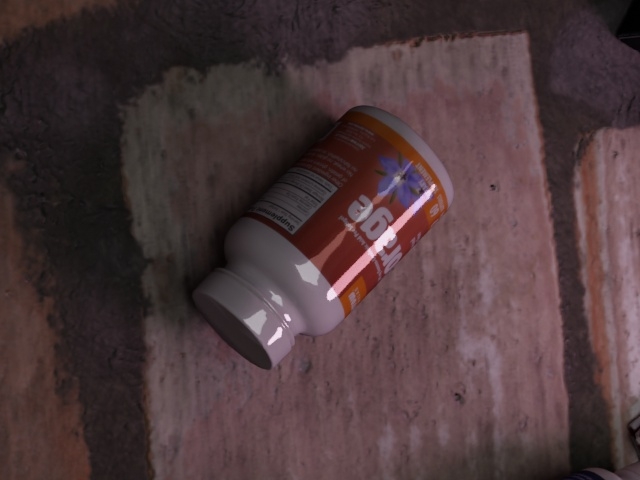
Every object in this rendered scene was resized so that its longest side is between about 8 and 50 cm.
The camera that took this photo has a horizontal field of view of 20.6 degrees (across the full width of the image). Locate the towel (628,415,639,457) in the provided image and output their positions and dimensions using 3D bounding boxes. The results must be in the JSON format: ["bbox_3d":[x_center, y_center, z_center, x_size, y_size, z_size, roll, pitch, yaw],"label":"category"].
[{"bbox_3d":[0.457,0.251,1.733,0.237,0.037,0.329,-37,106,-21],"label":"towel"}]

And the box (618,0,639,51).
[{"bbox_3d":[0.509,-0.255,1.664,0.312,0.179,0.343,32,78,-24],"label":"box"}]

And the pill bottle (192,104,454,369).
[{"bbox_3d":[0.000,0.000,1.456,0.216,0.121,0.121,-46,109,-17],"label":"pill bottle"}]

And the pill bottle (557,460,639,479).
[{"bbox_3d":[0.233,0.268,1.582,0.186,0.112,0.112,-20,100,-24],"label":"pill bottle"}]
